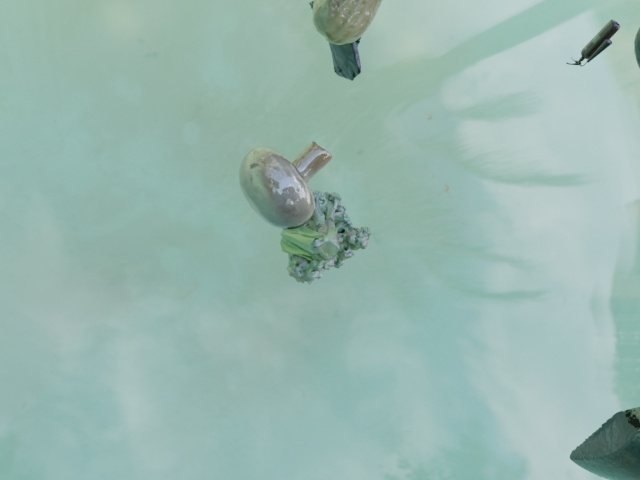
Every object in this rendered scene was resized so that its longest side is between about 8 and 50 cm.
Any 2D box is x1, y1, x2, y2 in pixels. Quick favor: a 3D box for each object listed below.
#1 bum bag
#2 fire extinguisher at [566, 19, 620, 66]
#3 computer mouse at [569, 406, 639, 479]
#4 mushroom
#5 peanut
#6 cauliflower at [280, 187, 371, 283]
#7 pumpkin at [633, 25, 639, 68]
[{"bbox_3d":[0.044,-0.510,1.203,0.060,0.123,0.248,-35,122,-20],"label":"bum bag"},{"bbox_3d":[0.516,-0.359,0.940,0.032,0.100,0.046,4,52,-28],"label":"fire extinguisher"},{"bbox_3d":[0.551,0.370,0.836,0.168,0.295,0.087,15,50,5],"label":"computer mouse"},{"bbox_3d":[-0.071,-0.141,1.141,0.215,0.207,0.207,-41,113,-5],"label":"mushroom"},{"bbox_3d":[0.076,-0.471,0.887,0.124,0.256,0.123,25,36,-19],"label":"peanut"},{"bbox_3d":[0.000,0.000,1.346,0.239,0.315,0.256,42,92,-12],"label":"cauliflower"},{"bbox_3d":[0.829,-0.452,1.114,0.163,0.233,0.233,31,63,-42],"label":"pumpkin"}]
